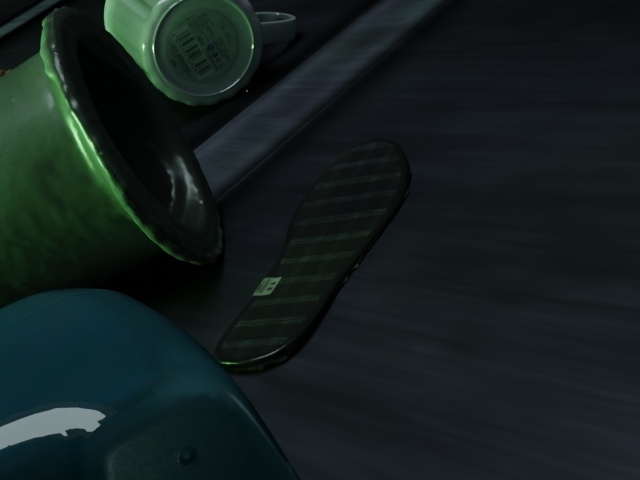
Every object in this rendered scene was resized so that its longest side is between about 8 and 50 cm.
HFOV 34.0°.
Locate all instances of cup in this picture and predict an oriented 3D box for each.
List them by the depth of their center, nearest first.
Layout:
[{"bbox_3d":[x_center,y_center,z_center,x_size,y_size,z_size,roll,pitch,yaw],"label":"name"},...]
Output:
[{"bbox_3d":[-0.145,-0.274,1.296,0.221,0.166,0.202,-31,29,-7],"label":"cup"}]

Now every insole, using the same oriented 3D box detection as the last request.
[{"bbox_3d":[0.000,0.000,0.832,0.110,0.012,0.309,-6,32,32],"label":"insole"}]

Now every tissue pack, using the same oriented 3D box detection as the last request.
[{"bbox_3d":[-0.160,0.158,0.470,0.287,0.198,0.206,-41,32,-24],"label":"tissue pack"}]

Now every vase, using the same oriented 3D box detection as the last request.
[{"bbox_3d":[-0.262,-0.018,0.887,0.291,0.245,0.245,-31,25,10],"label":"vase"}]

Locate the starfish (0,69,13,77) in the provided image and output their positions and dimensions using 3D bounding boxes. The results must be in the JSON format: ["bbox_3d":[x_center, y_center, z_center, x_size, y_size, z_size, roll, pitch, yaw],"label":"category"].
[{"bbox_3d":[-0.377,-0.071,1.048,0.303,0.312,0.113,-19,69,40],"label":"starfish"}]
